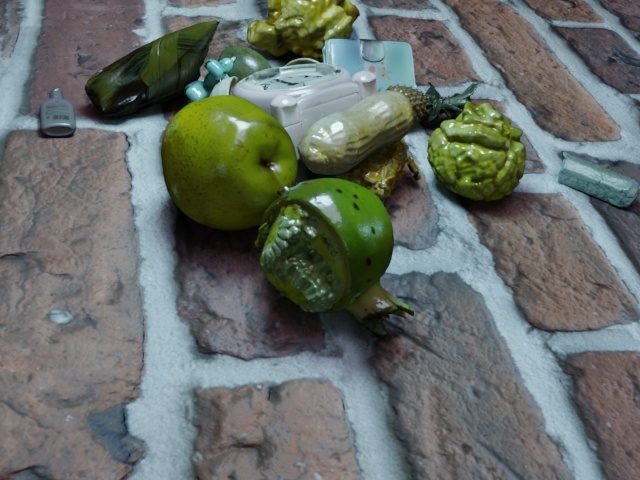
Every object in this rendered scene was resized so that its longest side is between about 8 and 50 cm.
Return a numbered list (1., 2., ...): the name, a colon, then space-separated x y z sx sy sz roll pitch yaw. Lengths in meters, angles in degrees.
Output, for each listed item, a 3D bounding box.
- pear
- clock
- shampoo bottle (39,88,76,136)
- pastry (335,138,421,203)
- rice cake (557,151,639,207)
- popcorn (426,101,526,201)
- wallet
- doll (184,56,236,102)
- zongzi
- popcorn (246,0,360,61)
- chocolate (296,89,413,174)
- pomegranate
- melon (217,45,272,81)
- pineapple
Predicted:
1. pear: -0.186 -0.152 1.566 0.294 0.294 0.294 6 40 -5
2. clock: -0.065 -0.323 1.840 0.342 0.184 0.326 -18 32 -33
3. shampoo bottle: -0.621 -0.303 1.826 0.080 0.040 0.165 -6 42 -17
4. pastry: 0.142 -0.172 1.789 0.154 0.102 0.250 15 41 24
5. rice cake: 0.683 -0.146 1.912 0.206 0.063 0.069 24 47 17
6. popcorn: 0.368 -0.214 1.820 0.259 0.212 0.259 8 46 -8
7. wallet: 0.133 -0.464 2.117 0.250 0.075 0.176 -1 77 -15
8. doll: -0.266 -0.393 1.924 0.059 0.159 0.158 46 34 1
9. zongzi: -0.390 -0.418 1.832 0.286 0.300 0.138 -29 90 -37
10. popcorn: -0.051 -0.625 2.178 0.332 0.265 0.225 -16 48 -3
11. chocolate: 0.078 -0.233 1.693 0.309 0.134 0.134 -31 54 -29
12. pomegranate: 0.032 0.033 1.424 0.341 0.260 0.260 48 45 -2
13. melon: -0.203 -0.452 2.041 0.167 0.114 0.114 27 42 18
14. pineapple: 0.300 -0.354 2.039 0.277 0.119 0.130 -6 24 -22
